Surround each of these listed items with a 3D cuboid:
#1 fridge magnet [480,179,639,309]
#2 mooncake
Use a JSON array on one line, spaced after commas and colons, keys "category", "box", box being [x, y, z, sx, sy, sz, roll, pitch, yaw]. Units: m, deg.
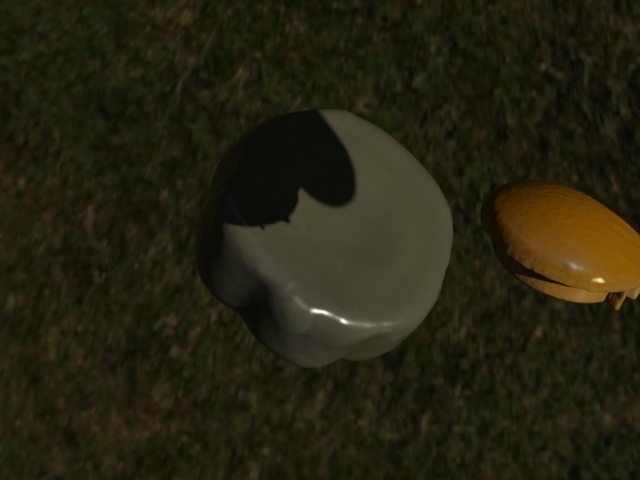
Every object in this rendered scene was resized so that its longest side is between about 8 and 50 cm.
[{"category": "fridge magnet", "box": [0.192, 0.001, 1.315, 0.143, 0.143, 0.063, 15, 120, -3]}, {"category": "mooncake", "box": [0.000, 0.000, 1.698, 0.275, 0.275, 0.135, 34, 140, -13]}]
